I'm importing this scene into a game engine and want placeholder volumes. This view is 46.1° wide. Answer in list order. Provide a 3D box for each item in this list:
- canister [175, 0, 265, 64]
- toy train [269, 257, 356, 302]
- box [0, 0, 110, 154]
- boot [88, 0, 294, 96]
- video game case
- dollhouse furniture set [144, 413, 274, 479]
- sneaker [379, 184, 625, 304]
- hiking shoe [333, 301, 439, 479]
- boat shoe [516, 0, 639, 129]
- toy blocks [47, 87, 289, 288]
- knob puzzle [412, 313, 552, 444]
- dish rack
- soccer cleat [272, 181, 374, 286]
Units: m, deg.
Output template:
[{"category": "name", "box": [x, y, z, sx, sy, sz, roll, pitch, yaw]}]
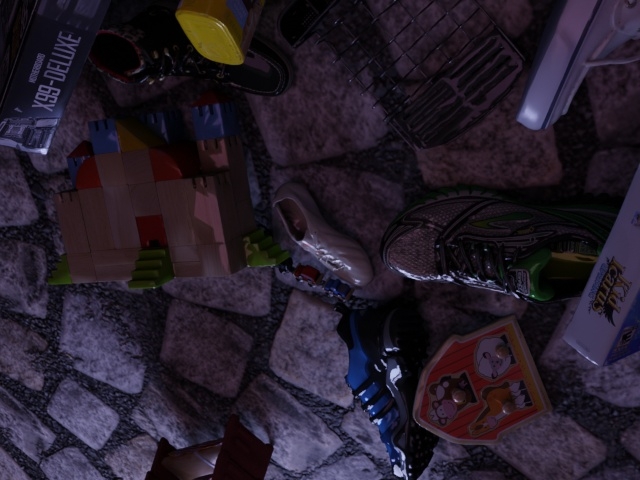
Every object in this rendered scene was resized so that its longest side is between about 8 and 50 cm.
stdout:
[{"category": "canister", "box": [-0.106, -0.314, 0.905, 0.074, 0.126, 0.169, 14, 78, 13]}, {"category": "toy train", "box": [-0.016, 0.053, 1.146, 0.158, 0.027, 0.036, 25, 150, 20]}, {"category": "box", "box": [-0.354, -0.300, 0.971, 0.077, 0.307, 0.242, 13, 131, -31]}, {"category": "boot", "box": [-0.170, -0.233, 0.988, 0.237, 0.178, 0.085, 27, 123, 8]}, {"category": "video game case", "box": [0.409, -0.003, 0.826, 0.061, 0.270, 0.244, 40, 131, 41]}, {"category": "dollhouse furniture set", "box": [-0.136, 0.509, 1.401, 0.201, 0.152, 0.374, -22, 123, 29]}, {"category": "sneaker", "box": [0.237, 0.008, 0.966, 0.344, 0.146, 0.134, -2, 114, 24]}, {"category": "hiking shoe", "box": [0.107, 0.233, 1.173, 0.132, 0.113, 0.303, 6, 113, 37]}, {"category": "boat shoe", "box": [0.347, -0.268, 0.799, 0.157, 0.136, 0.366, 25, 113, 5]}, {"category": "toy blocks", "box": [-0.256, -0.078, 1.127, 0.382, 0.191, 0.260, -4, 102, 24]}, {"category": "knob puzzle", "box": [0.226, 0.221, 1.092, 0.213, 0.030, 0.213, -2, 105, -8]}, {"category": "dish rack", "box": [0.106, -0.244, 0.933, 0.271, 0.074, 0.208, 47, 124, -5]}, {"category": "soccer cleat", "box": [0.000, 0.000, 1.100, 0.068, 0.076, 0.196, -37, 98, 32]}]
